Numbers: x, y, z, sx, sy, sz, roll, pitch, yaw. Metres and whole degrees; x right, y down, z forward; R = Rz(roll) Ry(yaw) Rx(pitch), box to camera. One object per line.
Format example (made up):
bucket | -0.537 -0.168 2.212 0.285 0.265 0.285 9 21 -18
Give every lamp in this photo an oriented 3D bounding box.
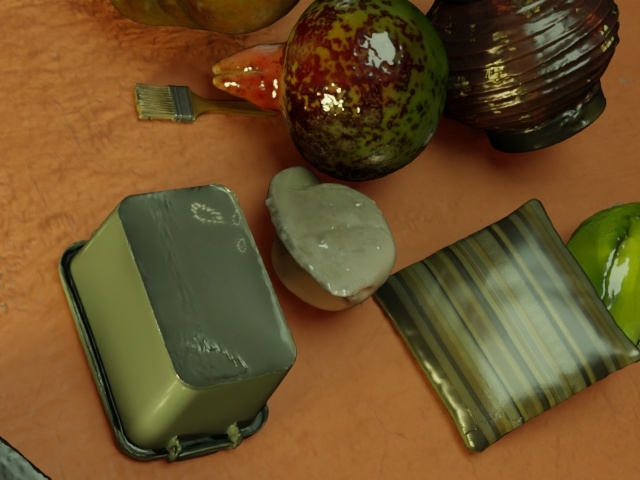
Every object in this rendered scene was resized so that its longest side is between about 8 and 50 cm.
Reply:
lamp | 0.212 -0.223 1.864 0.247 0.247 0.247 13 56 -21

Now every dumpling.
dumpling | 0.001 -0.001 1.701 0.150 0.092 0.176 34 48 -6

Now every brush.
brush | -0.116 -0.143 1.777 0.170 0.014 0.043 1 63 -29

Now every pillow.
pillow | 0.192 0.085 1.748 0.212 0.052 0.208 -28 72 -11

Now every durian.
durian | 0.326 0.039 1.855 0.139 0.101 0.250 57 45 -32

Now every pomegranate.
pomegranate | 0.008 -0.168 1.753 0.247 0.214 0.214 6 56 3

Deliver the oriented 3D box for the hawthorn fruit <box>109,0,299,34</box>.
hawthorn fruit | -0.098 -0.358 1.762 0.268 0.268 0.301 42 46 0

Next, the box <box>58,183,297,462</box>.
box | -0.127 0.068 1.564 0.163 0.135 0.243 -8 66 -31

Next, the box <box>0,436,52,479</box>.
box | -0.265 0.298 1.400 0.350 0.058 0.211 40 52 -1
